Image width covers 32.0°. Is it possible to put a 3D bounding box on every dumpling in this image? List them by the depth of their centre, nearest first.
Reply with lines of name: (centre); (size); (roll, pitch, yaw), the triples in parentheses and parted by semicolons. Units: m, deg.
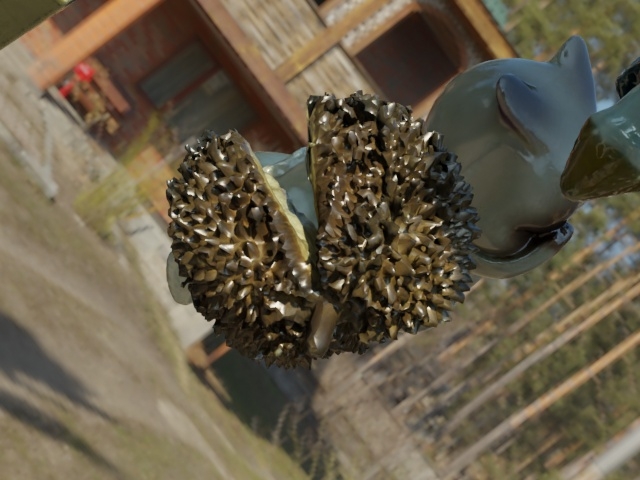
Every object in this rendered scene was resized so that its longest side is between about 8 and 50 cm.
dumpling: (-0.074, -0.013, 1.134); (0.132, 0.162, 0.250); (50, -38, 8)

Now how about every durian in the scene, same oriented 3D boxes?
durian: (0.000, 0.000, 0.669); (0.167, 0.196, 0.196); (46, 2, -30)

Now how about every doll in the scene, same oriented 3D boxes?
doll: (0.150, -0.045, 1.213); (0.370, 0.215, 0.226); (-31, -95, 47)

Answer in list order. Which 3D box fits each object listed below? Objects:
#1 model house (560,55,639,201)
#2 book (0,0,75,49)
model house: (0.296, -0.089, 0.728); (0.184, 0.291, 0.253); (57, 12, -7)
book: (-0.191, -0.110, 0.335); (0.192, 0.168, 0.013); (47, 43, -27)
